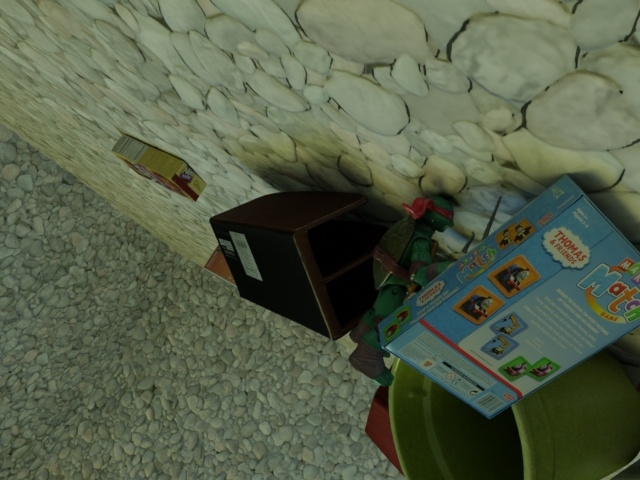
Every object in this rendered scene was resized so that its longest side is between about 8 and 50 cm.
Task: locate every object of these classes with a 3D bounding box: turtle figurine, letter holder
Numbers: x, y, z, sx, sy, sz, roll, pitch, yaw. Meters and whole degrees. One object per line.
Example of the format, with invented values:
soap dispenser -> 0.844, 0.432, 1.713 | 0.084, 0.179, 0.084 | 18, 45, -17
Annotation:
turtle figurine -> 0.110, 0.038, 0.578 | 0.118, 0.234, 0.175 | 33, -166, 15
letter holder -> 0.000, 0.000, 0.786 | 0.302, 0.214, 0.152 | 10, 124, 59

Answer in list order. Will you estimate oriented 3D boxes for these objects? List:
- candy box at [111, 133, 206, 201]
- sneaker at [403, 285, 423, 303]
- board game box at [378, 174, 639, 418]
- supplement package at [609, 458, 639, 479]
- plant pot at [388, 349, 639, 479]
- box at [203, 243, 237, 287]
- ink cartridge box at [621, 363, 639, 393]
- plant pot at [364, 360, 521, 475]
candy box -> -0.355, -0.159, 1.141 | 0.187, 0.053, 0.109 | 26, 167, 25
sneaker -> 0.168, 0.075, 0.819 | 0.092, 0.088, 0.225 | 55, 167, -2
board game box -> 0.184, 0.065, 0.469 | 0.160, 0.211, 0.039 | 36, -154, -23
supplement package -> 0.490, 0.367, 0.601 | 0.198, 0.199, 0.263 | -17, 158, 36
plant pot -> 0.272, 0.235, 0.697 | 0.254, 0.275, 0.276 | -2, 180, -23
box -> -0.267, 0.085, 1.690 | 0.171, 0.130, 0.091 | 25, 167, 23
ink cartridge box -> 0.453, 0.222, 0.741 | 0.099, 0.056, 0.135 | 35, 166, -16
plant pot -> 0.230, 0.311, 0.956 | 0.236, 0.267, 0.267 | 27, 145, 18
